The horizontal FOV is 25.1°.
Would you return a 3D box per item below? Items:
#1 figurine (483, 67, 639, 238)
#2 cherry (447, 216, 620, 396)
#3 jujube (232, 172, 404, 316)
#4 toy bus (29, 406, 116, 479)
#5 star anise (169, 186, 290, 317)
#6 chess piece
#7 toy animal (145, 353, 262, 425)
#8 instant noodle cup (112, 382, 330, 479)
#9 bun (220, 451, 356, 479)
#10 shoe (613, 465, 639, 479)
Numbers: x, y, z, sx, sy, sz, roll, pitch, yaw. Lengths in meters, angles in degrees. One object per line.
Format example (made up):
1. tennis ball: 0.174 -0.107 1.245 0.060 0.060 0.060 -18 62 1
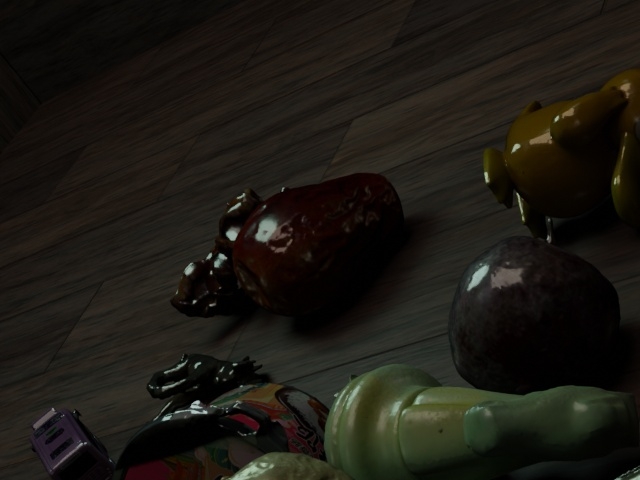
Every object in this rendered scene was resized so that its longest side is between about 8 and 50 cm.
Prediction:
1. figurine: 0.330 -0.111 1.760 0.228 0.215 0.215 0 40 35
2. cherry: 0.224 0.085 1.542 0.195 0.195 0.195 -30 24 15
3. jujube: 0.000 0.000 2.053 0.255 0.190 0.190 -26 18 -21
4. toy bus: -0.351 0.304 2.033 0.087 0.098 0.178 -41 23 -9
5. star anise: -0.126 0.030 2.180 0.190 0.126 0.220 -17 -37 -59
6. chess piece: 0.158 0.192 1.413 0.298 0.176 0.175 -17 30 45
7. toy animal: -0.165 0.207 2.008 0.148 0.084 0.233 -29 11 -28
8. instant noodle cup: -0.073 0.266 1.551 0.302 0.258 0.181 -61 -10 30
9. bun: -0.031 0.322 1.354 0.244 0.244 0.153 -32 0 10
10. shoe: 0.219 0.304 1.214 0.336 0.132 0.171 -21 36 26
